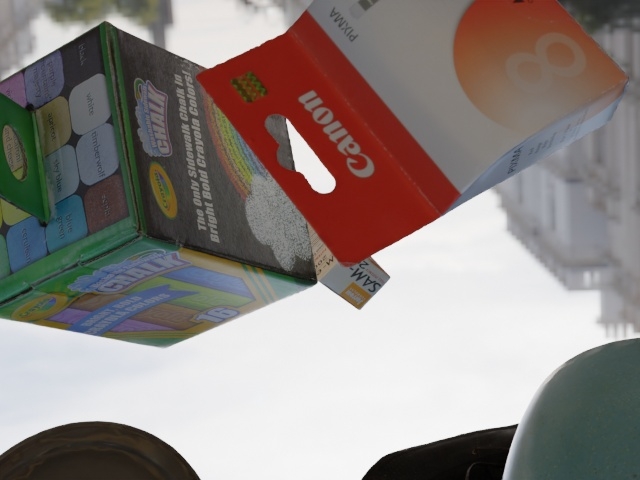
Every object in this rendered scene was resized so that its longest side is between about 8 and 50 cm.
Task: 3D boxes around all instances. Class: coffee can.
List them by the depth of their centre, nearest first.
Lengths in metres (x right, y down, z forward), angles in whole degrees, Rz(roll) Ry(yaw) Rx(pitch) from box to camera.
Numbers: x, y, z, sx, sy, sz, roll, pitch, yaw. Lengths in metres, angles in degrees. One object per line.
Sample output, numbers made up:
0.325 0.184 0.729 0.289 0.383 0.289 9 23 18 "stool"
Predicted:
-0.145 0.280 1.151 0.201 0.202 0.275 -1 152 10 "coffee can"

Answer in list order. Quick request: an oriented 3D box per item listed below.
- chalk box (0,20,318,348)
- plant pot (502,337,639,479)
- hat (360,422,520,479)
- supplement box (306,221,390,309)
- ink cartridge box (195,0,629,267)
-0.123 -0.028 0.873 0.132 0.132 0.213 -24 156 30 "chalk box"
0.240 0.240 1.060 0.290 0.290 0.195 5 -145 31 "plant pot"
0.198 0.339 1.833 0.331 0.134 0.331 -17 -163 5 "hat"
0.000 0.000 1.114 0.098 0.036 0.062 48 -173 38 "supplement box"
0.047 -0.087 0.792 0.179 0.045 0.145 -28 -114 -22 "ink cartridge box"
